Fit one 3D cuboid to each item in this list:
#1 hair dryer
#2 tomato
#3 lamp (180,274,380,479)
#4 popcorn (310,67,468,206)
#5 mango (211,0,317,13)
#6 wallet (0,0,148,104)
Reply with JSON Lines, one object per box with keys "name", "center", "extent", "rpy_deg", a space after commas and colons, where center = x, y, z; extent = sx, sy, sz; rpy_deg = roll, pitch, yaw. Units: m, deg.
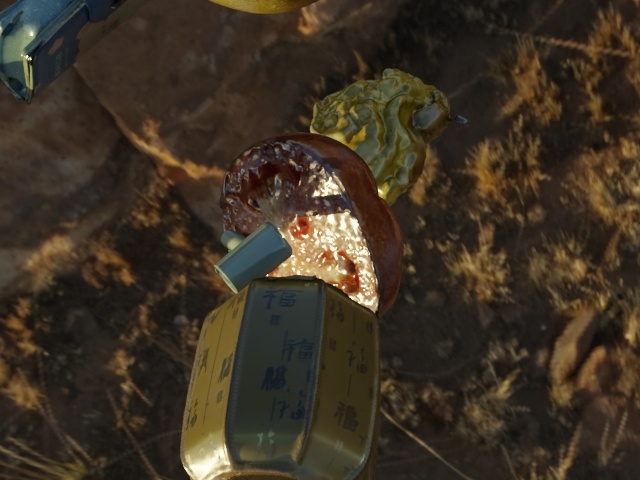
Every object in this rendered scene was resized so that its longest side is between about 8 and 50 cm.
{"name": "hair dryer", "center": [-0.074, 0.008, 0.971], "extent": [0.063, 0.038, 0.124], "rpy_deg": [-39, 22, -11]}
{"name": "tomato", "center": [0.000, -0.002, 1.049], "extent": [0.225, 0.224, 0.085], "rpy_deg": [37, 42, 29]}
{"name": "lamp", "center": [-0.027, 0.128, 0.849], "extent": [0.161, 0.161, 0.185], "rpy_deg": [-10, 45, 17]}
{"name": "popcorn", "center": [0.057, -0.124, 1.277], "extent": [0.163, 0.140, 0.194], "rpy_deg": [-3, 44, 51]}
{"name": "mango", "center": [-0.112, -0.371, 1.241], "extent": [0.317, 0.146, 0.192], "rpy_deg": [15, 89, -6]}
{"name": "wallet", "center": [-0.203, -0.218, 0.962], "extent": [0.202, 0.141, 0.059], "rpy_deg": [-44, 93, -18]}
